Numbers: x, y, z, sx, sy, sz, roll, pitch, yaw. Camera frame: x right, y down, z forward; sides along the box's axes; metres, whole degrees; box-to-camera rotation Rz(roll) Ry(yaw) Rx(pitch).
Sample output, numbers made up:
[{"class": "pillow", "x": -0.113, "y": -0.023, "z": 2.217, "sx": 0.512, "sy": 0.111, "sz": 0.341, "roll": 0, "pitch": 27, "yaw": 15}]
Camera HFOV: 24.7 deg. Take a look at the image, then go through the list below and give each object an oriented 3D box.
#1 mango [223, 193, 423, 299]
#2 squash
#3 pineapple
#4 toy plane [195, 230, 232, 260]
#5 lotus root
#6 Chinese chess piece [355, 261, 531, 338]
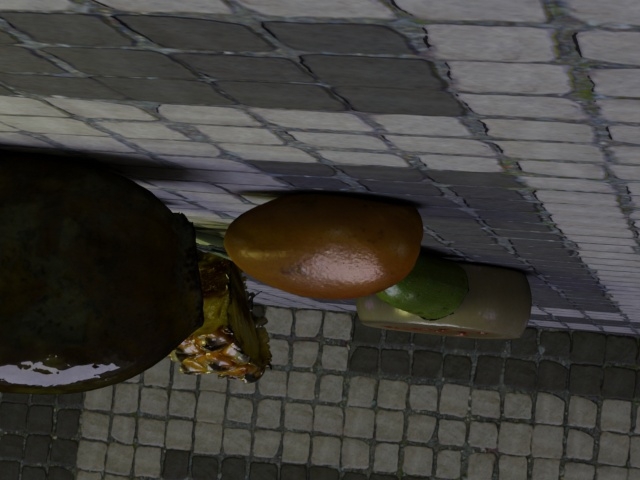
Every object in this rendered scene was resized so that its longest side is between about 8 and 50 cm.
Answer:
[{"class": "mango", "x": -0.001, "y": 0.006, "z": 1.532, "sx": 0.217, "sy": 0.102, "sz": 0.141, "roll": 1, "pitch": 167, "yaw": 17}, {"class": "squash", "x": 0.119, "y": 0.052, "z": 1.994, "sx": 0.095, "sy": 0.095, "sz": 0.188, "roll": 2, "pitch": 170, "yaw": 32}, {"class": "pineapple", "x": -0.160, "y": 0.125, "z": 2.026, "sx": 0.161, "sy": 0.158, "sz": 0.334, "roll": -28, "pitch": -152, "yaw": 6}, {"class": "toy plane", "x": -0.107, "y": 0.016, "z": 1.943, "sx": 0.226, "sy": 0.058, "sz": 0.226, "roll": 8, "pitch": -178, "yaw": 25}, {"class": "lotus root", "x": -0.286, "y": 0.032, "z": 1.436, "sx": 0.346, "sy": 0.250, "sz": 0.250, "roll": 2, "pitch": 175, "yaw": -3}, {"class": "Chinese chess piece", "x": 0.186, "y": 0.090, "z": 2.216, "sx": 0.273, "sy": 0.102, "sz": 0.273, "roll": 6, "pitch": 175, "yaw": 1}]
